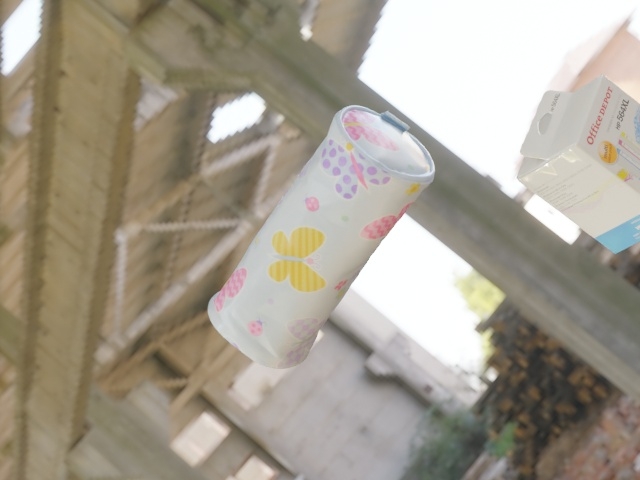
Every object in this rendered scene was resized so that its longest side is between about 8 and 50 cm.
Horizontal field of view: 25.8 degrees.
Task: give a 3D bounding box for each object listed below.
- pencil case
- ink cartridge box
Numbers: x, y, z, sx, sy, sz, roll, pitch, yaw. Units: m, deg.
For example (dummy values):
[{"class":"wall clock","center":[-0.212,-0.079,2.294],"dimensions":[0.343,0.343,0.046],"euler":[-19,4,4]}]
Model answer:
[{"class":"pencil case","center":[0.000,0.000,1.365],"dimensions":[0.273,0.113,0.124],"euler":[-56,-9,28]},{"class":"ink cartridge box","center":[0.258,-0.074,1.285],"dimensions":[0.090,0.143,0.092],"euler":[-33,27,54]}]
